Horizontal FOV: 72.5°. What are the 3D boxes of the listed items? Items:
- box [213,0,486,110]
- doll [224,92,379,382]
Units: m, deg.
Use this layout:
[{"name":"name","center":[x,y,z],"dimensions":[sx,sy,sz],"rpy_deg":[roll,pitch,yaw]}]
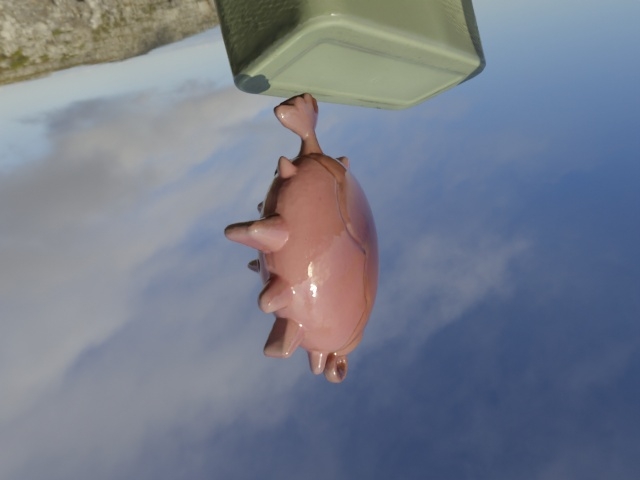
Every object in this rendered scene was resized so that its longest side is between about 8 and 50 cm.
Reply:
[{"name":"box","center":[0.026,-0.355,0.524],"dimensions":[0.352,0.343,0.178],"rpy_deg":[-11,178,-45]},{"name":"doll","center":[0.000,0.000,0.397],"dimensions":[0.093,0.261,0.211],"rpy_deg":[-7,-169,28]}]
